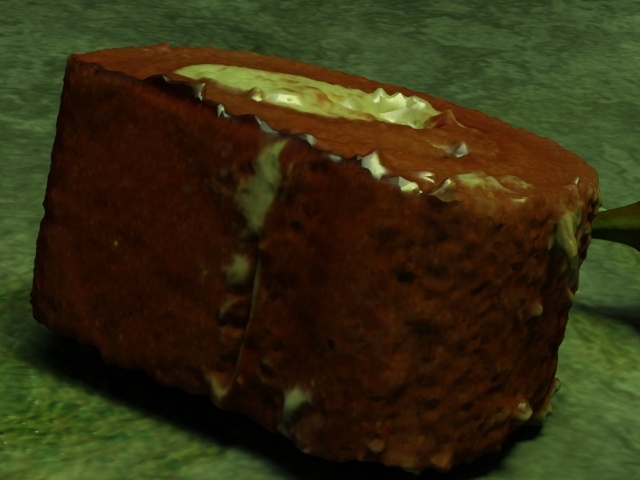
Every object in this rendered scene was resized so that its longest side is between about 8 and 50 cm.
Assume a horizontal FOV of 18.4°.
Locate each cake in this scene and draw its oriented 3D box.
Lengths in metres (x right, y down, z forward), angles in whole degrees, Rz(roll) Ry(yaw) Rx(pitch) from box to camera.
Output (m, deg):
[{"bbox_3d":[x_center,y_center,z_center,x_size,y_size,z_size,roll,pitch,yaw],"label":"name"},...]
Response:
[{"bbox_3d":[0.000,0.000,0.949,0.283,0.150,0.177,19,13,33],"label":"cake"}]

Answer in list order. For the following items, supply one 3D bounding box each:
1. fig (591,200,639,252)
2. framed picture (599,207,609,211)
[{"bbox_3d":[0.188,0.003,1.047,0.236,0.124,0.124,-1,18,21],"label":"fig"},{"bbox_3d":[0.068,-0.017,1.191,0.183,0.011,0.142,-15,28,-43],"label":"framed picture"}]
